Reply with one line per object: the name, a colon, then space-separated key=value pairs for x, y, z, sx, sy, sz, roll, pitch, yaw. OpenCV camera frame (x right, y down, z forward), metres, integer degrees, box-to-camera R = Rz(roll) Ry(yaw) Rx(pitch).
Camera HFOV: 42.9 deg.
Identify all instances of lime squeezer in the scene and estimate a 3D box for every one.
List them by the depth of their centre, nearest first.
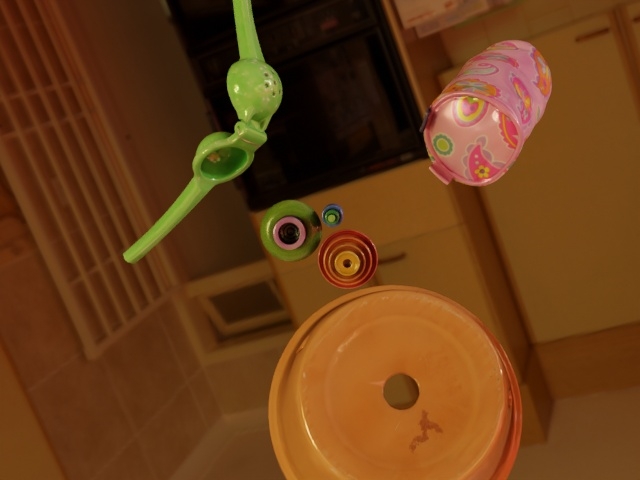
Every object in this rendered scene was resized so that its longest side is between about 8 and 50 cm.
lime squeezer: x=-0.097 y=-0.108 z=0.739 sx=0.110 sy=0.310 sz=0.059 roll=23 pitch=-174 yaw=21

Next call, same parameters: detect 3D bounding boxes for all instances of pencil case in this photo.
pencil case: x=0.212 y=-0.164 z=1.016 sx=0.124 sy=0.124 sz=0.284 roll=-15 pitch=-161 yaw=30

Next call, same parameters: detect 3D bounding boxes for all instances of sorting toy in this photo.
sorting toy: x=0.000 y=0.000 z=0.653 sx=0.102 sy=0.061 sz=0.042 roll=24 pitch=-173 yaw=0

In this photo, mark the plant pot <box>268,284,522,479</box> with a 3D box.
plant pot: x=0.081 y=0.171 z=0.864 sx=0.291 sy=0.291 sz=0.203 roll=-22 pitch=162 yaw=-5
